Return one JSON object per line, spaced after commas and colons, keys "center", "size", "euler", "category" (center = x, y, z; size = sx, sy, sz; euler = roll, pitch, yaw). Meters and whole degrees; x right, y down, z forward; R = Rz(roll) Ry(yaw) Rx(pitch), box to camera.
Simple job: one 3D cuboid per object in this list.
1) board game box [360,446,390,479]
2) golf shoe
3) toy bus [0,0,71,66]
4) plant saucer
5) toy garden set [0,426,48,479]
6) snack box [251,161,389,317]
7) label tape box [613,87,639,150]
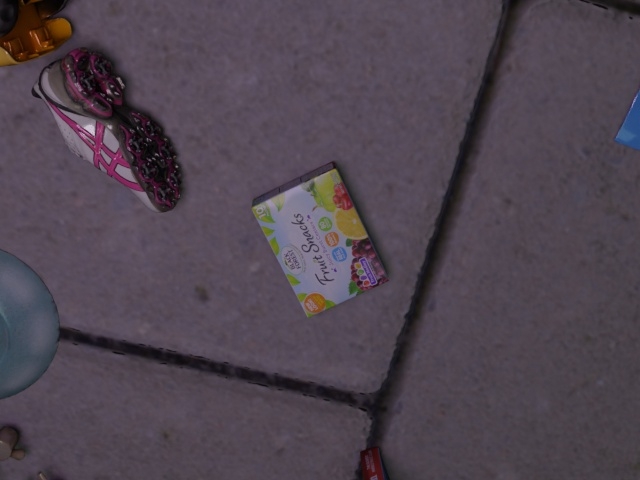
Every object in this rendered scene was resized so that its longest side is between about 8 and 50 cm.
{"center": [0.106, 0.399, 1.030], "size": [0.027, 0.145, 0.281], "euler": [-19, 109, 2], "category": "board game box"}
{"center": [-0.214, -0.103, 0.891], "size": [0.085, 0.067, 0.186], "euler": [-20, 114, 34], "category": "golf shoe"}
{"center": [-0.359, -0.256, 0.790], "size": [0.211, 0.149, 0.220], "euler": [-11, 112, 14], "category": "toy bus"}
{"center": [-0.387, 0.099, 0.955], "size": [0.194, 0.037, 0.195], "euler": [-1, 110, -3], "category": "plant saucer"}
{"center": [-0.403, 0.288, 1.014], "size": [0.203, 0.049, 0.244], "euler": [-26, 108, 7], "category": "toy garden set"}
{"center": [0.000, 0.000, 0.945], "size": [0.100, 0.037, 0.141], "euler": [-25, 108, 6], "category": "snack box"}
{"center": [0.486, -0.204, 0.872], "size": [0.240, 0.106, 0.334], "euler": [18, 106, -9], "category": "label tape box"}
